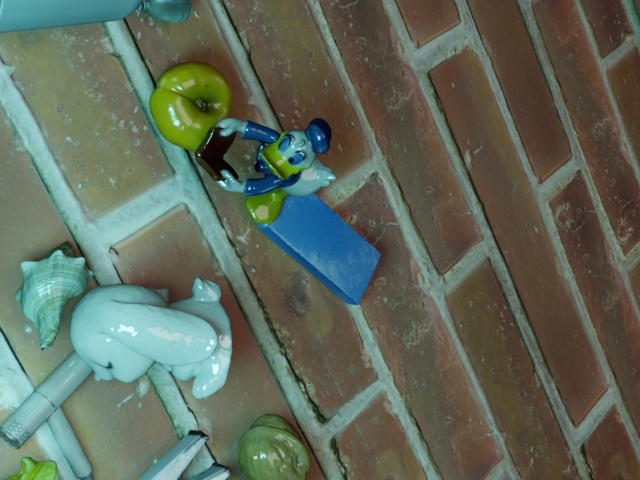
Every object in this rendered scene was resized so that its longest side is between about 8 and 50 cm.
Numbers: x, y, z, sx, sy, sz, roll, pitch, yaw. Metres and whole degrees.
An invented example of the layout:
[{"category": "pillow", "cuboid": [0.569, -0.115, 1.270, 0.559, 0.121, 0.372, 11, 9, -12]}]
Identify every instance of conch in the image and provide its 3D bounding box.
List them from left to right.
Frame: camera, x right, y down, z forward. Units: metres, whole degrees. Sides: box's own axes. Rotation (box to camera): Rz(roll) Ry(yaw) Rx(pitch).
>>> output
[{"category": "conch", "cuboid": [-0.473, 0.089, 1.702, 0.114, 0.137, 0.234, 27, 57, -8]}]

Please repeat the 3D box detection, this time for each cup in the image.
[{"category": "cup", "cuboid": [-0.459, -0.469, 1.705, 0.312, 0.205, 0.205, -16, 96, -41]}]

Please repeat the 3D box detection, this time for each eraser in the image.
[{"category": "eraser", "cuboid": [0.000, 0.000, 2.157, 0.312, 0.042, 0.144, 41, 62, -30]}]

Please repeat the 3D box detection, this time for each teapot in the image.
[{"category": "teapot", "cuboid": [-0.311, -0.496, 1.901, 0.108, 0.111, 0.149, -7, 96, -27]}]

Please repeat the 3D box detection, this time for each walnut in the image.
[{"category": "walnut", "cuboid": [-0.092, 0.432, 1.968, 0.166, 0.149, 0.167, -10, 90, -68]}]

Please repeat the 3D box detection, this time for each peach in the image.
[{"category": "peach", "cuboid": [-0.250, -0.264, 1.929, 0.179, 0.103, 0.179, 4, 84, -40]}]

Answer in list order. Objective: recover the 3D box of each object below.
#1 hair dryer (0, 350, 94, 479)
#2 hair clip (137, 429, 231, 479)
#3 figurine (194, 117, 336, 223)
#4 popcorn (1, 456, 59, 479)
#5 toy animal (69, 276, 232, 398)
[{"category": "hair dryer", "cuboid": [-0.429, 0.337, 1.744, 0.195, 0.053, 0.220, -50, 118, -33]}, {"category": "hair clip", "cuboid": [-0.315, 0.489, 1.807, 0.331, 0.085, 0.101, -39, 108, -30]}, {"category": "figurine", "cuboid": [-0.089, -0.175, 1.892, 0.283, 0.338, 0.205, 12, 73, -27]}, {"category": "popcorn", "cuboid": [-0.462, 0.468, 1.621, 0.187, 0.185, 0.167, 30, 44, -10]}, {"category": "toy animal", "cuboid": [-0.311, 0.155, 1.751, 0.265, 0.271, 0.206, 11, 100, -29]}]
